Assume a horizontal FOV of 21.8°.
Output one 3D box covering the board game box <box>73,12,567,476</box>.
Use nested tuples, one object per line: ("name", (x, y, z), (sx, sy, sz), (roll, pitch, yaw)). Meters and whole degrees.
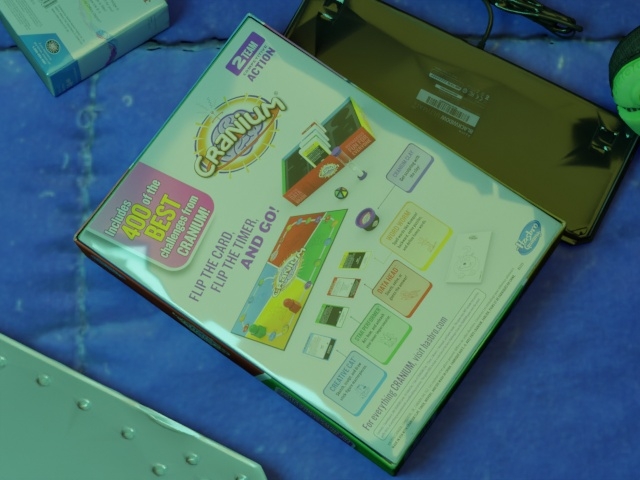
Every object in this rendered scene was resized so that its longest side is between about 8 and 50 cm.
("board game box", (0.000, 0.000, 1.342), (0.316, 0.064, 0.242), (35, 79, 10))

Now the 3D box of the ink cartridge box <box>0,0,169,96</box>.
("ink cartridge box", (-0.202, -0.195, 1.422), (0.122, 0.052, 0.088), (-34, 75, -11))

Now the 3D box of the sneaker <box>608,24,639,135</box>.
("sneaker", (0.418, -0.246, 1.418), (0.482, 0.185, 0.202), (-36, 58, -16))

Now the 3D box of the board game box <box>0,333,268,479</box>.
("board game box", (-0.284, 0.218, 1.180), (0.389, 0.050, 0.390), (25, 40, 7))

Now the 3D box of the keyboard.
("keyboard", (0.126, -0.143, 1.426), (0.317, 0.033, 0.202), (27, 79, 7))
